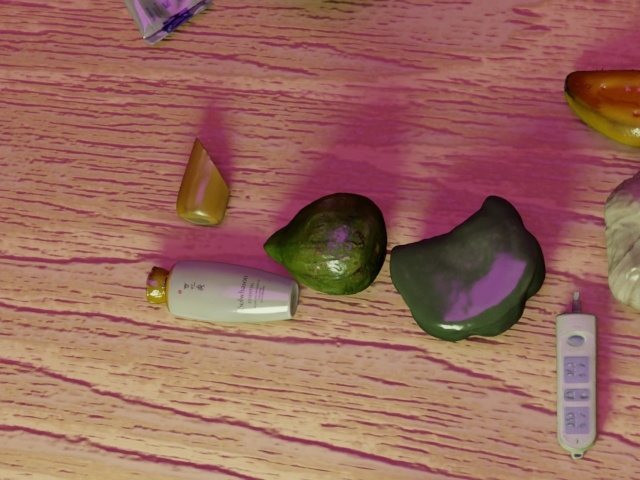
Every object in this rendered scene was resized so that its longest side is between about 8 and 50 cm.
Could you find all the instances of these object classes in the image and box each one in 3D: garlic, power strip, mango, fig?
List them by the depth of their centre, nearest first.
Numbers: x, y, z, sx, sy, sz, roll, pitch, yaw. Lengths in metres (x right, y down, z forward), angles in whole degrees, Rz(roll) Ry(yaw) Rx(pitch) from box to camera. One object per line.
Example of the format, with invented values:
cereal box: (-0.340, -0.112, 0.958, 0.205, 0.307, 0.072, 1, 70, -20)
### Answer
garlic: (0.402, -0.019, 1.701, 0.218, 0.212, 0.219, -5, 68, 12)
power strip: (0.290, 0.151, 1.774, 0.047, 0.030, 0.191, -1, 75, 12)
mango: (0.363, -0.155, 1.817, 0.187, 0.066, 0.101, 20, 60, 30)
fig: (0.000, 0.000, 1.838, 0.156, 0.123, 0.123, 10, 77, 27)

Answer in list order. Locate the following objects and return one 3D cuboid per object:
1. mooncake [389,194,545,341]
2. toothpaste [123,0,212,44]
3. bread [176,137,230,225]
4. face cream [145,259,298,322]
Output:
mooncake: (0.168, 0.032, 1.796, 0.175, 0.104, 0.168, 5, 80, 16)
toothpaste: (-0.265, -0.402, 2.035, 0.100, 0.066, 0.323, -34, 75, -3)
bread: (-0.139, -0.072, 1.921, 0.062, 0.049, 0.103, 13, 80, 16)
face cream: (-0.118, 0.062, 1.878, 0.182, 0.051, 0.072, 6, 80, 15)
